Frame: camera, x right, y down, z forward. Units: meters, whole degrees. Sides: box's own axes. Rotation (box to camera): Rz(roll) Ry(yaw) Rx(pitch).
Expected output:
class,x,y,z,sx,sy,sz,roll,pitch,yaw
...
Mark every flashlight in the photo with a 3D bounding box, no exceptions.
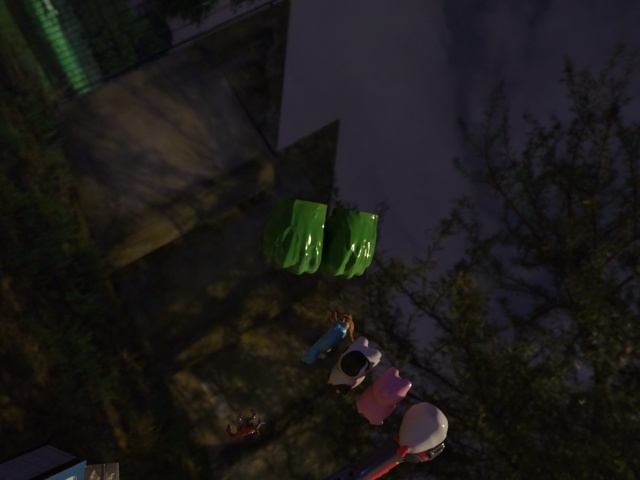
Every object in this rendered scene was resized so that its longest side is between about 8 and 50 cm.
class,x,y,z,sx,sy,sz,roll,pitch,yaw
flashlight,0.158,0.558,1.495,0.103,0.304,0.103,54,-17,24

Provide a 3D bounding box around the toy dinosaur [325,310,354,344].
class,x,y,z,sx,sy,sz,roll,pitch,yaw
toy dinosaur,0.080,0.271,1.886,0.112,0.064,0.211,23,26,-15

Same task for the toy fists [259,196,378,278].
class,x,y,z,sx,sy,sz,roll,pitch,yaw
toy fists,0.000,0.000,1.204,0.096,0.279,0.142,9,-89,48

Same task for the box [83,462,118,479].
class,x,y,z,sx,sy,sz,roll,pitch,yaw
box,-0.691,0.785,1.781,0.056,0.183,0.230,-34,-123,40

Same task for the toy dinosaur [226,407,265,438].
class,x,y,z,sx,sy,sz,roll,pitch,yaw
toy dinosaur,-0.148,0.353,1.138,0.047,0.082,0.090,47,11,-3

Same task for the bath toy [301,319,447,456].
class,x,y,z,sx,sy,sz,roll,pitch,yaw
bath toy,0.119,0.341,1.344,0.348,0.129,0.151,41,-21,18

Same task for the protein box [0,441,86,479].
class,x,y,z,sx,sy,sz,roll,pitch,yaw
protein box,-0.662,0.594,1.345,0.136,0.199,0.201,14,3,19
